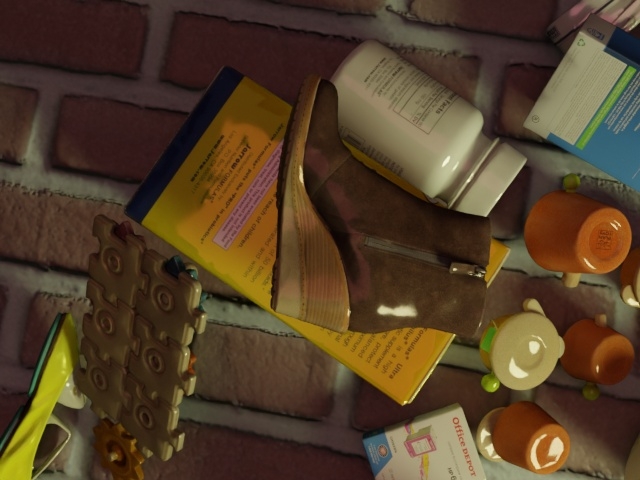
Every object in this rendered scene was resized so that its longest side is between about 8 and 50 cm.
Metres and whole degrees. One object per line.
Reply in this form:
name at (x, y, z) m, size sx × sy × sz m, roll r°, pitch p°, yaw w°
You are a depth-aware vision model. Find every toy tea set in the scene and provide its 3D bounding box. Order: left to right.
toy tea set at (0.266, 0.096, 1.023) m, size 0.200 × 0.124 × 0.336 m, roll 39°, pitch 83°, yaw -22°

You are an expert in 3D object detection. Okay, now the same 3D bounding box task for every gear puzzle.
gear puzzle at (-0.197, 0.145, 0.987) m, size 0.175 × 0.044 × 0.339 m, roll 31°, pitch 123°, yaw 28°

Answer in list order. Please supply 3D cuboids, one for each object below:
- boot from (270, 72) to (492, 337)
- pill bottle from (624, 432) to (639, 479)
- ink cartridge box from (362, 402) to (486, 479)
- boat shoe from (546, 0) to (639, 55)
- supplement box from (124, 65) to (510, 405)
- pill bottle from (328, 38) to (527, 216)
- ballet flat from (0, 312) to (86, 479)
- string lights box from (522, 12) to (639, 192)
boot at (0.062, -0.031, 0.867) m, size 0.206 × 0.090 × 0.249 m, roll 5°, pitch 82°, yaw -8°
pill bottle at (0.473, 0.280, 0.946) m, size 0.264 × 0.153 × 0.153 m, roll 31°, pitch 86°, yaw 8°
ink cartridge box at (0.119, 0.249, 1.027) m, size 0.122 × 0.052 × 0.089 m, roll -19°, pitch 82°, yaw 1°
boat shoe at (0.395, -0.294, 1.059) m, size 0.258 × 0.095 × 0.084 m, roll -35°, pitch 89°, yaw 8°
supplement box at (0.000, 0.000, 0.994) m, size 0.356 × 0.194 × 0.195 m, roll 34°, pitch 87°, yaw 7°
pill bottle at (0.115, -0.118, 1.030) m, size 0.229 × 0.131 × 0.131 m, roll 36°, pitch 87°, yaw 8°
ballet flat at (-0.325, 0.200, 1.063) m, size 0.077 × 0.077 × 0.231 m, roll 26°, pitch 88°, yaw -14°
string lights box at (0.379, -0.129, 1.007) m, size 0.259 × 0.077 × 0.133 m, roll 32°, pitch 129°, yaw 7°
